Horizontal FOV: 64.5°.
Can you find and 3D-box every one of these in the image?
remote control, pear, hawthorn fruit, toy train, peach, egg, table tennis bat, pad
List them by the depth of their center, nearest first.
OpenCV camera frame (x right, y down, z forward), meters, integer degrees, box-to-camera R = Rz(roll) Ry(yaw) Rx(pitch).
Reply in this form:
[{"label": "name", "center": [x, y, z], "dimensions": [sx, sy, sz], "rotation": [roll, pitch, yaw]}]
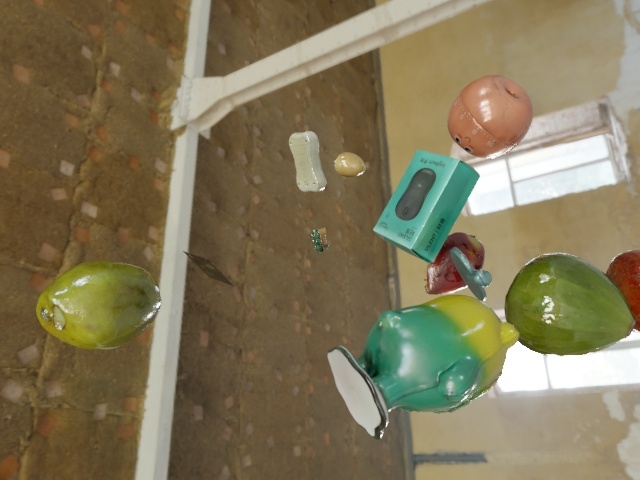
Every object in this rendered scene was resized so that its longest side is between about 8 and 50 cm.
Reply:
[{"label": "remote control", "center": [-0.025, -0.159, 1.025], "dimensions": [0.032, 0.074, 0.122], "rotation": [-24, -69, -37]}, {"label": "table tennis bat", "center": [0.372, 0.086, 1.250], "dimensions": [0.153, 0.040, 0.244], "rotation": [61, -177, 3]}, {"label": "pear", "center": [-0.600, 0.178, 1.401], "dimensions": [0.321, 0.269, 0.269], "rotation": [-7, -96, -40]}, {"label": "hawthorn fruit", "center": [1.038, 0.151, 1.580], "dimensions": [0.275, 0.299, 0.276], "rotation": [163, 90, -76]}, {"label": "egg", "center": [0.095, -0.241, 1.628], "dimensions": [0.080, 0.096, 0.080], "rotation": [-57, -19, -33]}, {"label": "peach", "center": [0.466, 0.084, 1.733], "dimensions": [0.189, 0.068, 0.279], "rotation": [47, -106, -10]}, {"label": "pad", "center": [-0.405, 0.103, 1.838], "dimensions": [0.004, 0.127, 0.190], "rotation": [-61, -34, -23]}, {"label": "toy train", "center": [0.000, 0.000, 2.119], "dimensions": [0.064, 0.044, 0.103], "rotation": [-18, -84, -26]}]

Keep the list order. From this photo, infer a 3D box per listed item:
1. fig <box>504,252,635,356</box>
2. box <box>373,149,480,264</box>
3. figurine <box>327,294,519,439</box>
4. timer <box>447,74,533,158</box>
[{"label": "fig", "center": [0.683, 0.187, 1.395], "dimensions": [0.316, 0.316, 0.316], "rotation": [35, -132, -52]}, {"label": "box", "center": [0.321, -0.111, 1.563], "dimensions": [0.118, 0.205, 0.311], "rotation": [27, -86, -33]}, {"label": "figurine", "center": [0.207, 0.220, 0.992], "dimensions": [0.340, 0.323, 0.232], "rotation": [-21, -78, -22]}, {"label": "timer", "center": [0.495, -0.359, 1.489], "dimensions": [0.229, 0.215, 0.230], "rotation": [15, -131, -18]}]
